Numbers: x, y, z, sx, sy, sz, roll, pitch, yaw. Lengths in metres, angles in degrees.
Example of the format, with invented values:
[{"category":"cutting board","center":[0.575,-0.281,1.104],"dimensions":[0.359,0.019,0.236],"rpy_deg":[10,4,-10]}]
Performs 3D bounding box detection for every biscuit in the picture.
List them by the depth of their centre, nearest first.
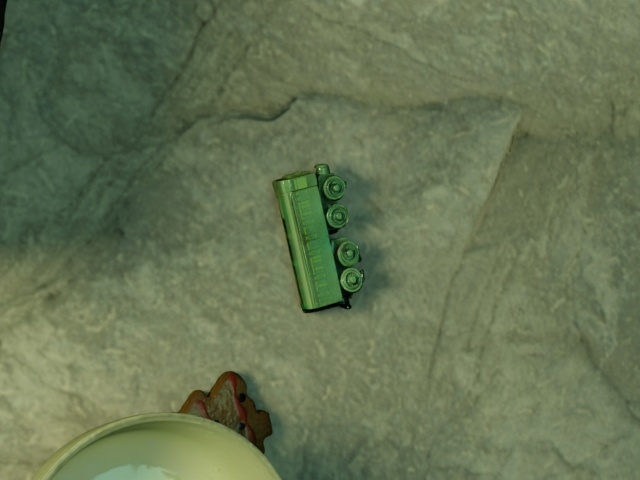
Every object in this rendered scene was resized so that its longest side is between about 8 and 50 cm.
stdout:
[{"category":"biscuit","center":[-0.107,0.194,1.752],"dimensions":[0.130,0.019,0.119],"rpy_deg":[-16,97,-23]}]

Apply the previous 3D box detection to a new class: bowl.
[{"category":"bowl","center":[-0.168,0.287,1.657],"dimensions":[0.277,0.145,0.277],"rpy_deg":[-1,92,-23]}]

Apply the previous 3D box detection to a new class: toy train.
[{"category":"toy train","center":[0.000,0.000,1.790],"dimensions":[0.071,0.038,0.148],"rpy_deg":[-15,97,-21]}]

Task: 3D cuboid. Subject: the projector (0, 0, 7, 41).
[{"category":"projector","center":[-0.470,-0.192,1.465],"dimensions":[0.395,0.242,0.405],"rpy_deg":[8,89,-27]}]
